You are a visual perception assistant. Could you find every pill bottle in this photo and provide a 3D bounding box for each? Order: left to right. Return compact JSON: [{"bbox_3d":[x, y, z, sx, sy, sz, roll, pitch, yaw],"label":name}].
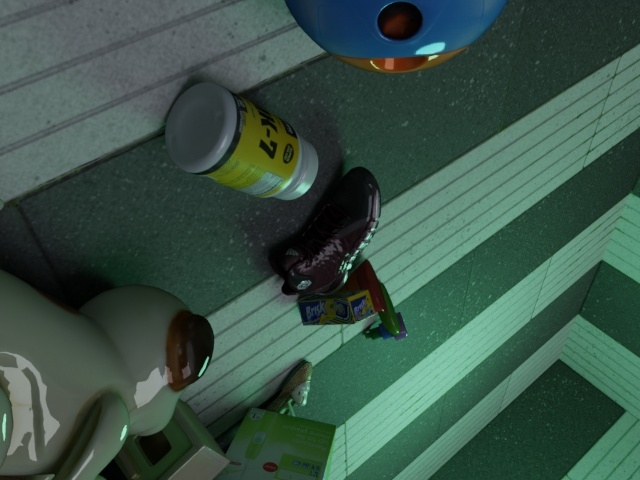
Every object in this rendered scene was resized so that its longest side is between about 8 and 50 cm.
[{"bbox_3d":[-0.101,-0.127,0.852,0.208,0.119,0.119,17,110,-55],"label":"pill bottle"}]

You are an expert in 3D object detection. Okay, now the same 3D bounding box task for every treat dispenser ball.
[{"bbox_3d":[0.087,-0.341,0.704,0.288,0.288,0.288,-30,142,-27],"label":"treat dispenser ball"}]

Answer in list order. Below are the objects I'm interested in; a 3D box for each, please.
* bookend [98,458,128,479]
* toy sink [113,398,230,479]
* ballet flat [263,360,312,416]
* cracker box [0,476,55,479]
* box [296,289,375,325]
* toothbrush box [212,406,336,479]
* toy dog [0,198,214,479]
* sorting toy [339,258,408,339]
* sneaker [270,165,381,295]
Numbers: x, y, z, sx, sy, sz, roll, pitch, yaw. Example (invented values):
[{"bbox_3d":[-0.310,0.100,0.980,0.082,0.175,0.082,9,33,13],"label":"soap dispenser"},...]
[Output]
[{"bbox_3d":[-0.362,0.355,0.962,0.072,0.157,0.156,-26,152,-40],"label":"bookend"},{"bbox_3d":[-0.314,0.415,1.110,0.234,0.152,0.131,-41,146,-10],"label":"toy sink"},{"bbox_3d":[-0.071,0.377,1.427,0.206,0.067,0.073,-53,147,6],"label":"ballet flat"},{"bbox_3d":[-0.456,0.456,0.934,0.067,0.155,0.233,-81,-179,-66],"label":"cracker box"},{"bbox_3d":[0.027,0.135,1.219,0.059,0.168,0.054,-18,93,-38],"label":"box"},{"bbox_3d":[-0.092,0.485,1.260,0.283,0.206,0.122,-58,156,-70],"label":"toothbrush box"},{"bbox_3d":[-0.342,0.157,0.768,0.407,0.284,0.396,5,82,-49],"label":"toy dog"},{"bbox_3d":[0.105,0.169,1.426,0.126,0.127,0.365,-21,150,10],"label":"sorting toy"},{"bbox_3d":[0.000,0.000,1.109,0.162,0.106,0.282,-10,130,-40],"label":"sneaker"}]
